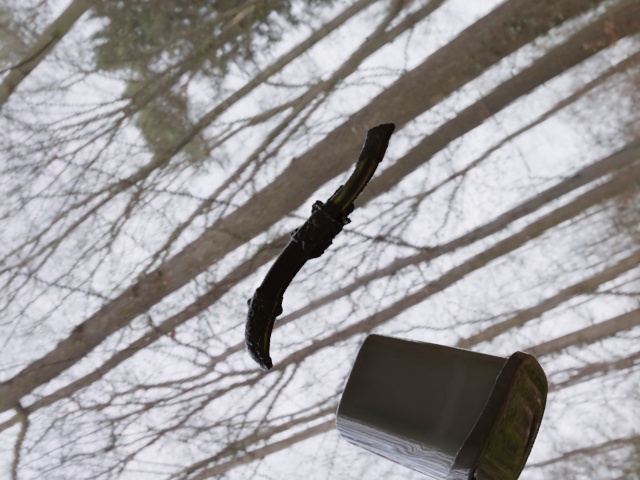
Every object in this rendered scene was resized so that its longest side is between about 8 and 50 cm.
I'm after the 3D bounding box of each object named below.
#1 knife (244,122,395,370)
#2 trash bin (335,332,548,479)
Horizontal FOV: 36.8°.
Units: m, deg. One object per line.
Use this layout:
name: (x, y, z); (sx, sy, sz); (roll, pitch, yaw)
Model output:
knife: (-0.005, -0.002, 0.772); (0.222, 0.045, 0.021); (-61, -21, -4)
trash bin: (0.178, 0.255, 1.436); (0.219, 0.250, 0.220); (-67, -31, -18)
